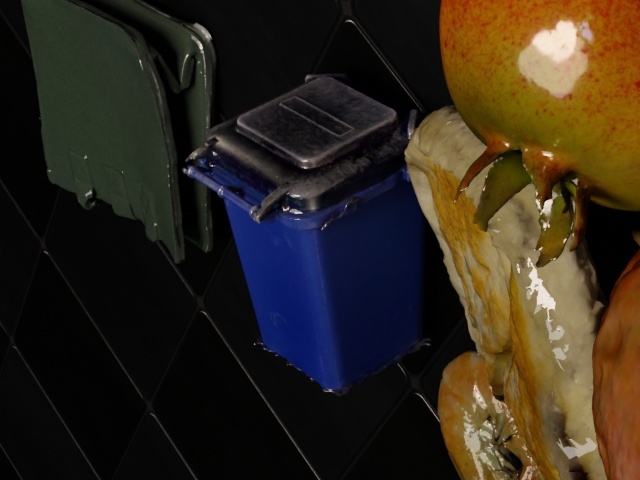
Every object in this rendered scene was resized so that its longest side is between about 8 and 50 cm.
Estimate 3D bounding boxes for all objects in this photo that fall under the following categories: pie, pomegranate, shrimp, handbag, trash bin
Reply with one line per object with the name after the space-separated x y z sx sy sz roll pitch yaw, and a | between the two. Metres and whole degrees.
0.148 0.052 1.197 0.339 0.077 0.339 159 90 -89 | pie
0.172 -0.108 1.001 0.221 0.256 0.221 28 176 2 | pomegranate
0.161 0.195 1.406 0.115 0.051 0.217 -13 98 56 | shrimp
-0.200 -0.127 1.690 0.247 0.079 0.260 32 136 43 | handbag
0.000 0.000 1.397 0.162 0.184 0.234 33 142 42 | trash bin

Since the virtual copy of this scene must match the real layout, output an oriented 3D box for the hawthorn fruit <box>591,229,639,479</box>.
0.277 0.081 0.970 0.298 0.277 0.277 46 145 43 | hawthorn fruit
